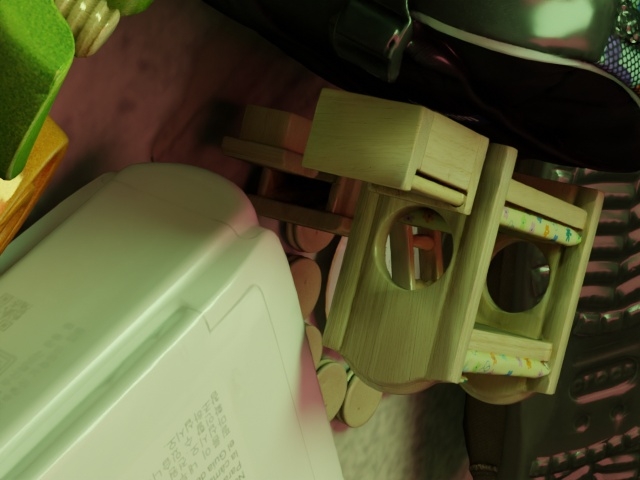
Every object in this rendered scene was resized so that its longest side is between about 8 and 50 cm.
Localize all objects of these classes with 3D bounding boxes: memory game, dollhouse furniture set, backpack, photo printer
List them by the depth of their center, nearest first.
[{"bbox_3d":[0.069,-0.126,0.606,0.191,0.225,0.253,-63,150,-3],"label":"backpack"},{"bbox_3d":[0.000,0.000,0.614,0.182,0.161,0.101,15,89,-59],"label":"dollhouse furniture set"},{"bbox_3d":[-0.092,0.158,0.620,0.256,0.107,0.307,-46,140,-31],"label":"photo printer"},{"bbox_3d":[0.030,0.014,0.808,0.186,0.012,0.186,-31,130,-45],"label":"memory game"}]

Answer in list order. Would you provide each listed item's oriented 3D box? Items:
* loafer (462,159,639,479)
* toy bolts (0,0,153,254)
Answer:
[{"bbox_3d":[0.132,0.015,0.867,0.134,0.130,0.365,-6,119,-27],"label":"loafer"},{"bbox_3d":[-0.172,-0.034,0.433,0.228,0.158,0.218,-59,-173,-34],"label":"toy bolts"}]
